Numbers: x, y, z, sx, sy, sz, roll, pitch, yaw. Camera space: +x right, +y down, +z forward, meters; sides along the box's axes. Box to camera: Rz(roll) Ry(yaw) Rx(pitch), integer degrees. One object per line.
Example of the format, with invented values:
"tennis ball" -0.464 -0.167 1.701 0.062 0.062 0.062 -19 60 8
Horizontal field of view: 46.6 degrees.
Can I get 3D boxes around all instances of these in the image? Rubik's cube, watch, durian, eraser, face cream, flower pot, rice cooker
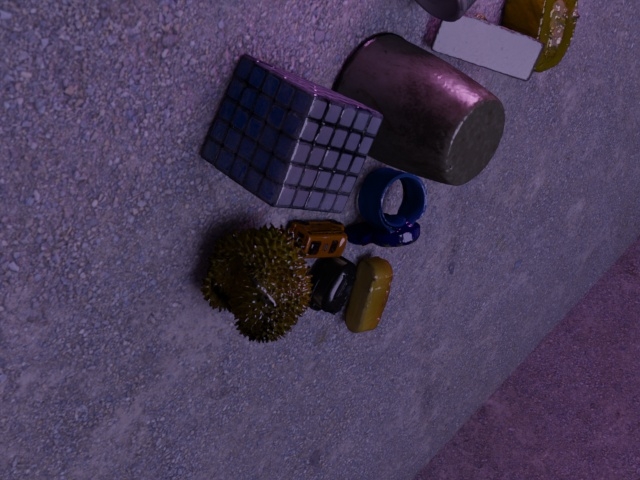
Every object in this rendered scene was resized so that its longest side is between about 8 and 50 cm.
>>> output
"Rubik's cube" -0.057 -0.207 1.512 0.238 0.237 0.237 5 114 -51
"watch" 0.180 -0.090 1.986 0.196 0.171 0.200 -19 117 -40
"durian" -0.133 0.100 1.679 0.258 0.258 0.293 -25 141 -37
"eraser" 0.438 -0.503 1.921 0.352 0.077 0.111 12 113 -23
"face cream" 0.293 -0.604 1.667 0.153 0.177 0.177 -50 145 -8
"flower pot" 0.235 -0.287 1.726 0.293 0.330 0.294 -33 141 -31
"rice cooker" 0.028 0.118 2.004 0.112 0.106 0.165 30 83 -59

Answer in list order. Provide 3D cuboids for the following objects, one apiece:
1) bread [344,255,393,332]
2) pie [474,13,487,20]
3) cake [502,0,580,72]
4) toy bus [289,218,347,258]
"bread" 0.139 0.159 2.179 0.094 0.102 0.245 -10 124 -38
"pie" 0.418 -0.564 1.993 0.084 0.020 0.084 -31 138 -33
"cake" 0.608 -0.612 2.064 0.179 0.156 0.260 -25 133 -35
"toy bus" 0.000 0.000 1.883 0.194 0.088 0.083 -3 119 -49
